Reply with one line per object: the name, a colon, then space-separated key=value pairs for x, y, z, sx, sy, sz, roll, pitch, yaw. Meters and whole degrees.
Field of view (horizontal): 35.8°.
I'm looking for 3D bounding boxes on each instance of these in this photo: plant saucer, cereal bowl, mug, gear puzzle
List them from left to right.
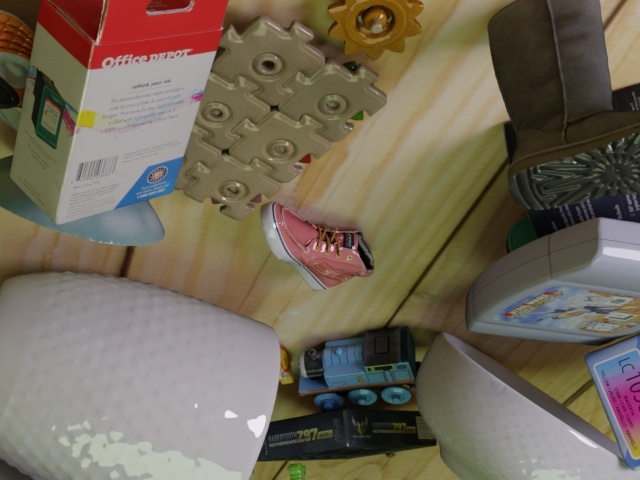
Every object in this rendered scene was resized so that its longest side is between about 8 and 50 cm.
plant saucer: x=-0.243 y=-0.051 z=0.986 sx=0.195 sy=0.195 sz=0.037 roll=16 pitch=106 yaw=-22
mug: x=-0.269 y=0.181 z=1.245 sx=0.328 sy=0.276 sz=0.374 roll=22 pitch=170 yaw=-16
gear puzzle: x=-0.043 y=-0.146 z=0.944 sx=0.175 sy=0.044 sz=0.339 roll=27 pitch=134 yaw=-32
cereal bowl: x=0.257 y=0.265 z=1.278 sx=0.339 sy=0.339 sz=0.141 roll=32 pitch=94 yaw=-38

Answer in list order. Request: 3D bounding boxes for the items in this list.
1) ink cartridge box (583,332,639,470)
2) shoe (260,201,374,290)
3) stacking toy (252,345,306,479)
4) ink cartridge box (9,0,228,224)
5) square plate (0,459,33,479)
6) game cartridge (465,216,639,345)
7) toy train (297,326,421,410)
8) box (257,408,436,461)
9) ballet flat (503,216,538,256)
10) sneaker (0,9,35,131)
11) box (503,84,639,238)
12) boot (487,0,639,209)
ink cartridge box: x=0.546 y=0.120 z=1.145 sx=0.396 sy=0.151 sz=0.270 roll=-26 pitch=165 yaw=29
shoe: x=0.000 y=0.000 z=1.135 sx=0.081 sy=0.063 sz=0.178 roll=-15 pitch=148 yaw=17
stacking toy: x=-0.113 y=0.271 z=1.393 sx=0.167 sy=0.221 sz=0.052 roll=-13 pitch=163 yaw=19
ink cartridge box: x=-0.171 y=-0.135 z=0.839 sx=0.134 sy=0.078 sz=0.231 roll=-20 pitch=144 yaw=-45
square plate: x=-0.368 y=0.294 z=1.206 sx=0.347 sy=0.344 sz=0.049 roll=33 pitch=94 yaw=-14
game cartridge: x=0.280 y=0.054 z=1.058 sx=0.198 sy=0.062 sz=0.297 roll=4 pitch=161 yaw=-16
toy train: x=0.052 y=0.179 z=1.381 sx=0.184 sy=0.080 sz=0.105 roll=-7 pitch=136 yaw=13
box: x=0.036 y=0.293 z=1.483 sx=0.183 sy=0.059 sz=0.233 roll=-19 pitch=159 yaw=36
ballet flat: x=0.369 y=-0.001 z=1.112 sx=0.316 sy=0.107 sz=0.106 roll=-5 pitch=150 yaw=24
sneaker: x=-0.277 y=-0.148 z=0.905 sx=0.121 sy=0.099 sz=0.262 roll=27 pitch=172 yaw=25
box: x=0.288 y=-0.063 z=1.017 sx=0.158 sy=0.093 sz=0.156 roll=-15 pitch=143 yaw=18
boot: x=0.232 y=-0.130 z=0.819 sx=0.190 sy=0.208 sz=0.076 roll=-6 pitch=135 yaw=18
